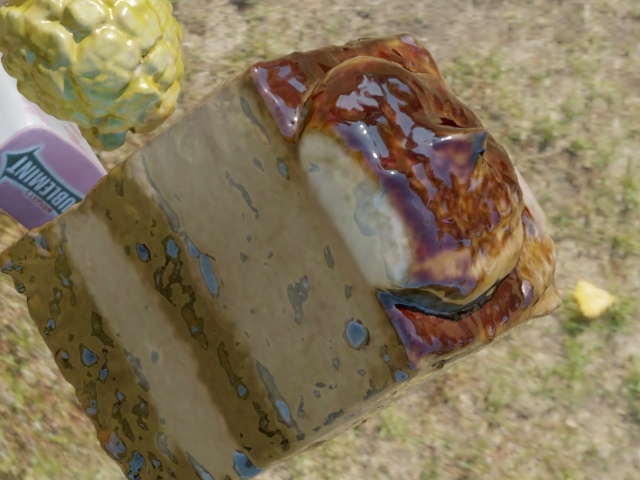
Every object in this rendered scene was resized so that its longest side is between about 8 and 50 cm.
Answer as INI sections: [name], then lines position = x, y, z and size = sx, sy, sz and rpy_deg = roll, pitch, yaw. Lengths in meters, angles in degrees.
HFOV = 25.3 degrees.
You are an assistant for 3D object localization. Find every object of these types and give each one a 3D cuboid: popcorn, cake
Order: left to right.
[popcorn]
position = -0.193, -0.161, 1.203
size = 0.170, 0.180, 0.180
rpy_deg = 3, 97, -46
[cake]
position = 0.000, 0.000, 0.783
size = 0.198, 0.293, 0.196
rpy_deg = -21, 79, -52

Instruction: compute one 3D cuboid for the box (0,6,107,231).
[box]
position = -0.365, -0.171, 1.571
size = 0.112, 0.370, 0.190
rpy_deg = -37, 146, 2
